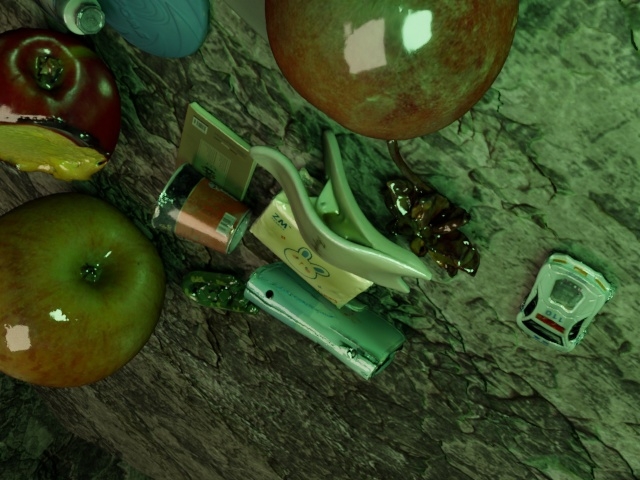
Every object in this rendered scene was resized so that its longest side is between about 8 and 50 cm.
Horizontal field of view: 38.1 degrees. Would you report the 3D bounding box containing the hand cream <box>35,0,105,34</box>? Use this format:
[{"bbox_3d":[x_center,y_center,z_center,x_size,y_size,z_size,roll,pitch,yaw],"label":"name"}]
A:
[{"bbox_3d":[-0.398,-0.365,1.396,0.271,0.058,0.091,37,158,44],"label":"hand cream"}]

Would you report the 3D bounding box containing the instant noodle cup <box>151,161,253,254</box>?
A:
[{"bbox_3d":[-0.190,-0.045,1.534,0.135,0.127,0.127,28,149,5],"label":"instant noodle cup"}]

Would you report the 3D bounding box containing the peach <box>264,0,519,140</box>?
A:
[{"bbox_3d":[0.069,-0.227,0.898,0.252,0.252,0.252,29,149,20],"label":"peach"}]

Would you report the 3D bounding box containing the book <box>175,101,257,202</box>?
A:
[{"bbox_3d":[-0.173,-0.131,1.521,0.138,0.016,0.199,38,150,5],"label":"book"}]

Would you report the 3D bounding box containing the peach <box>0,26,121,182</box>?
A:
[{"bbox_3d":[-0.454,-0.230,1.546,0.257,0.201,0.362,11,166,-9],"label":"peach"}]

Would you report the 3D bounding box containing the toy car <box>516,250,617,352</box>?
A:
[{"bbox_3d":[0.312,0.088,1.211,0.095,0.056,0.205,31,149,14],"label":"toy car"}]

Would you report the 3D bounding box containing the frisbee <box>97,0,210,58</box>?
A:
[{"bbox_3d":[-0.277,-0.368,1.291,0.289,0.049,0.289,29,148,20],"label":"frisbee"}]

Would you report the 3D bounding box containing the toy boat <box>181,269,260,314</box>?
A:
[{"bbox_3d":[-0.201,0.101,1.831,0.210,0.052,0.104,4,136,46],"label":"toy boat"}]

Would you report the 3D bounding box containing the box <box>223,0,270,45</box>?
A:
[{"bbox_3d":[-0.014,-0.255,1.131,0.243,0.055,0.103,43,151,-4],"label":"box"}]

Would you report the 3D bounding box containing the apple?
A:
[{"bbox_3d":[-0.496,0.093,1.848,0.333,0.400,0.400,-25,113,32],"label":"apple"}]

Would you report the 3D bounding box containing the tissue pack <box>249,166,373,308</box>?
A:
[{"bbox_3d":[0.000,0.000,1.418,0.196,0.092,0.148,42,153,-2],"label":"tissue pack"}]

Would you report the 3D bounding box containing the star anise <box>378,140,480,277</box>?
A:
[{"bbox_3d":[0.146,-0.031,1.214,0.177,0.073,0.234,42,168,14],"label":"star anise"}]

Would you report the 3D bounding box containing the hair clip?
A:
[{"bbox_3d":[0.020,-0.032,1.265,0.282,0.113,0.172,59,171,4],"label":"hair clip"}]

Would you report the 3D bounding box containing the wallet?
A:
[{"bbox_3d":[0.011,0.124,1.511,0.250,0.075,0.176,33,-167,13],"label":"wallet"}]
